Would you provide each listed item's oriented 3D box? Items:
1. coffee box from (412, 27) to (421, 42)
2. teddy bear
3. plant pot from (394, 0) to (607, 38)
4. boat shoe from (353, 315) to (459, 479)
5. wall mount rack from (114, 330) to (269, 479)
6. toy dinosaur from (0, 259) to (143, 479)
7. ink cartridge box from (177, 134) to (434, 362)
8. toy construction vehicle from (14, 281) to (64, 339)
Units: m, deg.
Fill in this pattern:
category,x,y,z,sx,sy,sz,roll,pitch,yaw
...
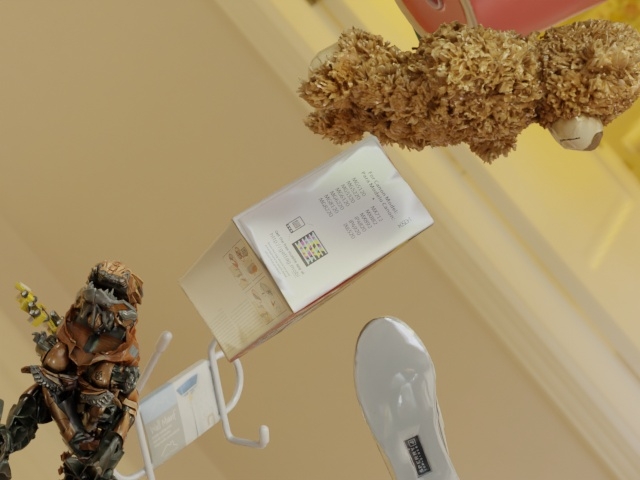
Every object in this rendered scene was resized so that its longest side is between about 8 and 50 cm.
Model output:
category,x,y,z,sx,sy,sz,roll,pitch,yaw
coffee box,0.189,-0.321,1.987,0.113,0.184,0.040,-18,23,26
teddy bear,0.142,-0.135,1.325,0.337,0.113,0.245,4,-24,-10
plant pot,0.212,-0.345,1.569,0.243,0.275,0.275,-36,0,-12
boat shoe,0.101,0.210,1.605,0.096,0.268,0.088,-24,11,-5
wall mount rack,-0.196,0.237,2.184,0.130,0.304,0.350,4,23,34
toy dinosaur,-0.239,0.178,1.417,0.164,0.322,0.218,3,32,20
ink cartridge box,0.000,0.000,1.648,0.271,0.130,0.309,-32,-3,-22
toy construction vehicle,-0.402,0.105,1.956,0.035,0.098,0.086,-49,-43,0
